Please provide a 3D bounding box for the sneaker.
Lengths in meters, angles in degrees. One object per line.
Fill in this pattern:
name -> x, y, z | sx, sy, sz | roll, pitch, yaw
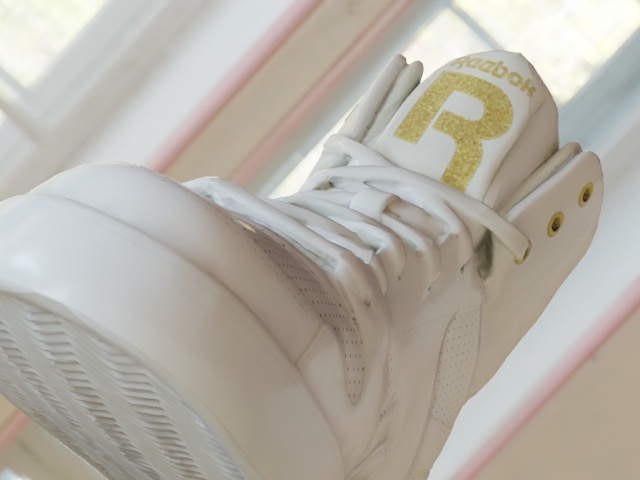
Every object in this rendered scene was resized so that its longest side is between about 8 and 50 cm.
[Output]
sneaker -> 0.000, 0.000, 0.530 | 0.108, 0.169, 0.292 | 30, 168, 15
